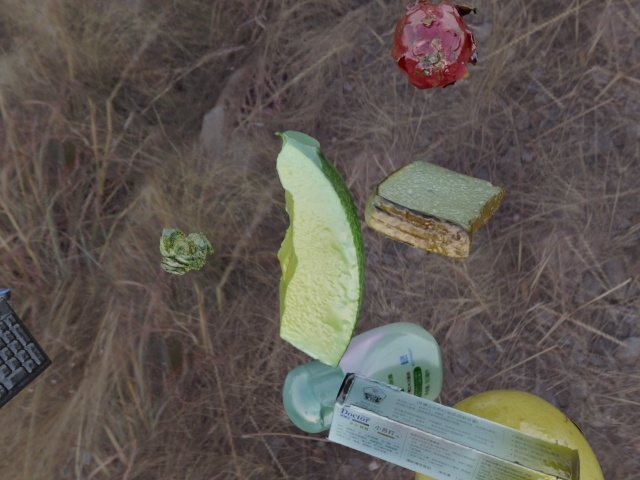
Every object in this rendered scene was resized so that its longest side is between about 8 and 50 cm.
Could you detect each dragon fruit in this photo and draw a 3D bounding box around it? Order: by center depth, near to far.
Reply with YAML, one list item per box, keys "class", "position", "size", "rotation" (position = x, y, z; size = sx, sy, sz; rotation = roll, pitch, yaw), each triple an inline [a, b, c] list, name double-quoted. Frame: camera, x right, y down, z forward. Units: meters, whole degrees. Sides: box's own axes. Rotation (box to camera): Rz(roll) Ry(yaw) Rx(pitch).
- class: "dragon fruit"
  position: [0.171, -0.301, 0.928]
  size: [0.136, 0.133, 0.166]
  rotation: [-9, 55, -9]

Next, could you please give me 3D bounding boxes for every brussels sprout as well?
- class: "brussels sprout"
  position: [-0.203, 0.023, 0.889]
  size: [0.085, 0.085, 0.058]
  rotation: [16, 113, 16]

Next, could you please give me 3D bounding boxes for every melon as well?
- class: "melon"
  position: [0.000, 0.000, 0.827]
  size: [0.124, 0.324, 0.196]
  rotation: [-5, 39, -11]

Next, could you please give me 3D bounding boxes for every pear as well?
- class: "pear"
  position: [0.338, 0.447, 1.086]
  size: [0.347, 0.348, 0.349]
  rotation: [-4, 71, 10]

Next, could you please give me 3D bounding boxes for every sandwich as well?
- class: "sandwich"
  position: [0.224, -0.066, 1.190]
  size: [0.226, 0.251, 0.087]
  rotation: [23, 123, 21]

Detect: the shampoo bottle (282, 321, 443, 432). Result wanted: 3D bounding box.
- class: "shampoo bottle"
  position: [0.086, 0.306, 1.309]
  size: [0.349, 0.222, 0.151]
  rotation: [-12, 26, -20]

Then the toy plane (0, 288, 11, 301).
- class: "toy plane"
  position: [-0.522, 0.096, 0.741]
  size: [0.246, 0.078, 0.169]
  rotation: [-29, 22, -32]

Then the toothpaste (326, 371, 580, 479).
- class: "toothpaste"
  position: [0.166, 0.268, 0.789]
  size: [0.312, 0.089, 0.071]
  rotation: [16, 34, 13]

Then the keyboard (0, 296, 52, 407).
- class: "keyboard"
  position: [-0.249, 0.109, 0.356]
  size: [0.010, 0.198, 0.064]
  rotation: [-23, 106, 32]
